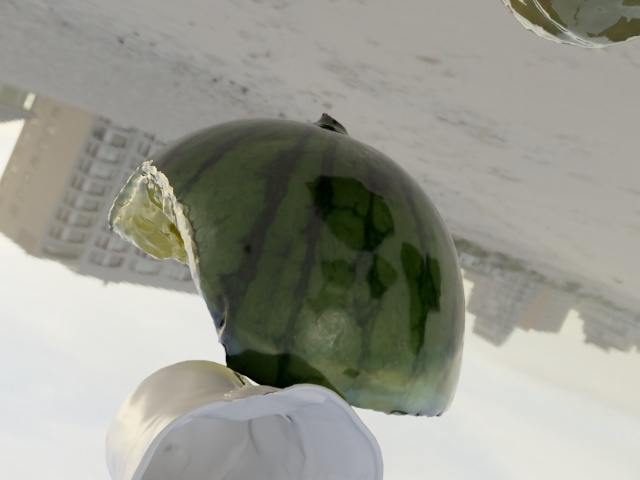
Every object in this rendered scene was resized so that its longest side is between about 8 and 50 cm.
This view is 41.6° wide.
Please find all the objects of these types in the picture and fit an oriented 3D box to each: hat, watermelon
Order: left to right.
[{"bbox_3d":[-0.068,0.157,0.553,0.203,0.203,0.126,21,-175,-37],"label":"hat"},{"bbox_3d":[0.000,0.000,0.701,0.331,0.189,0.331,26,-167,-6],"label":"watermelon"}]

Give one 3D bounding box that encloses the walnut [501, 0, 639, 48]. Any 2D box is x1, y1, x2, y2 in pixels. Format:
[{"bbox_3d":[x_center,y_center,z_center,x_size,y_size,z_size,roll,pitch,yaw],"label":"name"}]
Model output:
[{"bbox_3d":[0.207,-0.265,0.523,0.253,0.277,0.282,-18,180,-37],"label":"walnut"}]
